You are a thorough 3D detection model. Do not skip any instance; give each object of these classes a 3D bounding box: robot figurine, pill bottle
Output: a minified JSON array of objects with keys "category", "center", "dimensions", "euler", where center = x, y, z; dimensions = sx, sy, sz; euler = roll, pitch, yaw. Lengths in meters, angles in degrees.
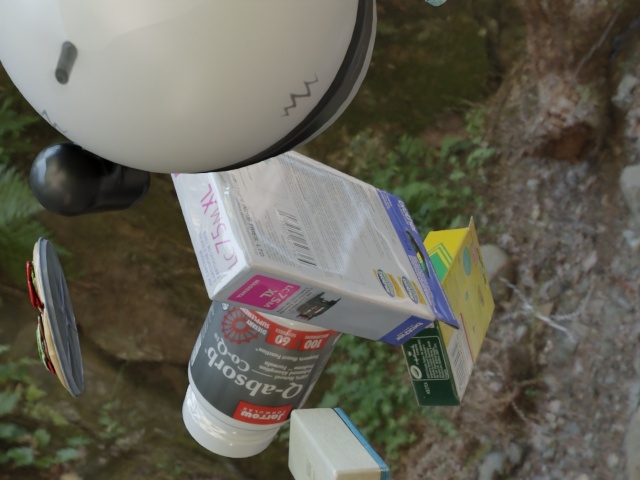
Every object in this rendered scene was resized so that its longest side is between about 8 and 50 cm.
[{"category":"robot figurine","center":[-0.060,-0.123,0.472],"dimensions":[0.278,0.174,0.209],"euler":[-54,-42,-80]},{"category":"pill bottle","center":[-0.096,0.179,1.497],"dimensions":[0.210,0.210,0.363],"euler":[-88,19,-52]}]

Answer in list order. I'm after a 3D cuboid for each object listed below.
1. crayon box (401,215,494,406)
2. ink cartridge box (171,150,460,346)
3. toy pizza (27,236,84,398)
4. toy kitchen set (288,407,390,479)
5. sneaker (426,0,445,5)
[{"category":"crayon box","center":[0.220,0.115,1.585],"dimensions":[0.081,0.202,0.318],"euler":[-6,23,26]},{"category":"ink cartridge box","center":[0.000,0.000,0.892],"dimensions":[0.065,0.311,0.185],"euler":[-42,52,28]},{"category":"toy pizza","center":[-0.326,0.096,1.114],"dimensions":[0.201,0.032,0.201],"euler":[167,90,-80]},{"category":"toy kitchen set","center":[0.065,0.248,0.724],"dimensions":[0.122,0.166,0.207],"euler":[-145,57,-70]},{"category":"sneaker","center":[0.130,-0.419,1.449],"dimensions":[0.319,0.208,0.127],"euler":[-59,14,-26]}]
